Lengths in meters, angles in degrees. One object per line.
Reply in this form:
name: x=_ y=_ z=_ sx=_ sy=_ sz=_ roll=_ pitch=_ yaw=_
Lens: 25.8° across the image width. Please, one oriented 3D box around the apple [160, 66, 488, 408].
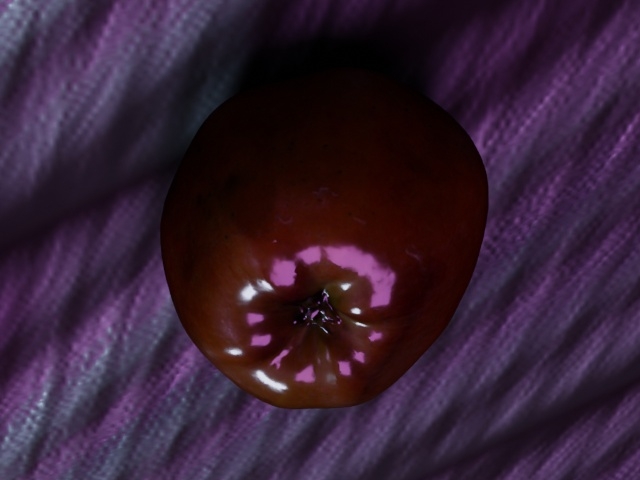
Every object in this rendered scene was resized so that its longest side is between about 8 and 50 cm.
apple: x=-0.001 y=0.002 z=0.916 sx=0.234 sy=0.234 sz=0.234 roll=-8 pitch=132 yaw=-9
